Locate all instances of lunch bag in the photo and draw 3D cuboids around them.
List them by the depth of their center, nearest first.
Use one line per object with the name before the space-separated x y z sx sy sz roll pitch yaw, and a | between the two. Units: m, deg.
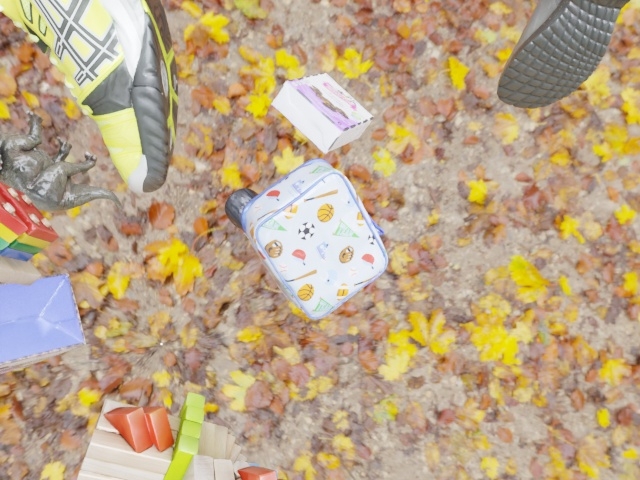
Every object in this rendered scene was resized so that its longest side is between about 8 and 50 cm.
lunch bag | 0.000 0.000 1.245 0.243 0.115 0.303 -38 126 -10

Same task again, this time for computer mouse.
computer mouse | -0.101 -0.046 1.512 0.184 0.060 0.262 -40 125 -5

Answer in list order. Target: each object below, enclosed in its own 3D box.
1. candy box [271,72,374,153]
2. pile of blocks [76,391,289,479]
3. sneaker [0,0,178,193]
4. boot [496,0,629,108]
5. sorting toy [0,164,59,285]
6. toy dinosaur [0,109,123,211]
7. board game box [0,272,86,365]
candy box | 0.010 -0.290 1.374 0.165 0.070 0.196 43 32 6
pile of blocks | -0.084 0.252 0.648 0.362 0.149 0.113 30 116 7
sneaker | -0.242 -0.228 0.639 0.147 0.145 0.385 -9 118 -3
boot | 0.275 -0.274 0.665 0.083 0.246 0.161 17 53 -7
sorting toy | -0.484 -0.072 0.822 0.089 0.255 0.257 -40 86 -7
toy dinosaur | -0.517 -0.127 1.119 0.313 0.121 0.160 40 71 -33
board game box | -0.623 0.178 1.151 0.232 0.291 0.141 -9 81 -47
